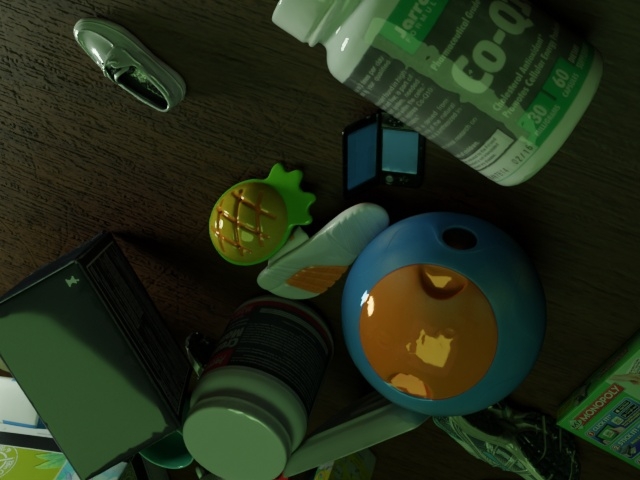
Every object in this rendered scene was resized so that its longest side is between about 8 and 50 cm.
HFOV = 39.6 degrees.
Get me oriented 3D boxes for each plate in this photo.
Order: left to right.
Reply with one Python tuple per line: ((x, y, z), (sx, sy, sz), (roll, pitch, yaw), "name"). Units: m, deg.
((0.098, 0.276, 1.440), (0.277, 0.278, 0.045), (-29, 86, 33), "plate")

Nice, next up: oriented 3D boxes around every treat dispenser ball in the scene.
((0.173, 0.102, 1.258), (0.288, 0.288, 0.288), (9, 127, 12), "treat dispenser ball")

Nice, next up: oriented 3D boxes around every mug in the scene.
((-0.297, 0.352, 1.711), (0.158, 0.097, 0.129), (33, 128, -7), "mug")

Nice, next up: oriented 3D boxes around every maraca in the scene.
((-0.091, -0.038, 1.361), (0.186, 0.099, 0.127), (-33, 82, 19), "maraca")

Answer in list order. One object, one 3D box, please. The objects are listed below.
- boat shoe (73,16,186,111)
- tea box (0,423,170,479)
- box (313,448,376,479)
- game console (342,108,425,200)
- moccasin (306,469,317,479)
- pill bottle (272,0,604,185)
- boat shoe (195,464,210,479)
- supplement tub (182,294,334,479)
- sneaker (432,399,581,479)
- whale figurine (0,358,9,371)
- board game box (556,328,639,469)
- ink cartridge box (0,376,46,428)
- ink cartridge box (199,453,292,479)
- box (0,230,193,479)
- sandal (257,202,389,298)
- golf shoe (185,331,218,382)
((-0.283, -0.251, 1.289), (0.184, 0.063, 0.066), (40, 127, -13), "boat shoe")
((-0.521, 0.529, 1.768), (0.329, 0.323, 0.219), (3, 125, 15), "tea box")
((0.041, 0.434, 1.610), (0.043, 0.179, 0.105), (-25, 113, 31), "box")
((0.090, -0.116, 1.263), (0.107, 0.071, 0.122), (8, 127, 12), "game console")
((0.115, 0.564, 1.732), (0.342, 0.138, 0.116), (36, 133, 8), "moccasin")
((0.136, -0.239, 1.074), (0.361, 0.204, 0.204), (31, 128, -7), "pill bottle")
((-0.220, 0.497, 1.836), (0.035, 0.035, 0.100), (-30, 110, 3), "boat shoe")
((-0.097, 0.236, 1.451), (0.191, 0.272, 0.191), (9, 126, 12), "supplement tub")
((0.317, 0.340, 1.521), (0.283, 0.110, 0.122), (36, 145, -7), "sneaker")
((-0.486, 0.187, 1.650), (0.272, 0.141, 0.216), (28, 147, -32), "whale figurine")
((0.550, 0.237, 1.389), (0.214, 0.046, 0.317), (30, 128, -4), "board game box")
((-0.521, 0.311, 1.684), (0.148, 0.085, 0.203), (2, 167, 24), "ink cartridge box")
((-0.135, 0.494, 1.725), (0.231, 0.134, 0.078), (-26, 118, 22), "ink cartridge box")
((-0.357, 0.168, 1.408), (0.183, 0.294, 0.296), (-30, 99, 0), "box")
((0.009, 0.004, 1.376), (0.102, 0.076, 0.265), (30, 131, -29), "sandal")
((-0.201, 0.254, 1.623), (0.094, 0.077, 0.198), (-20, 115, 29), "golf shoe")
